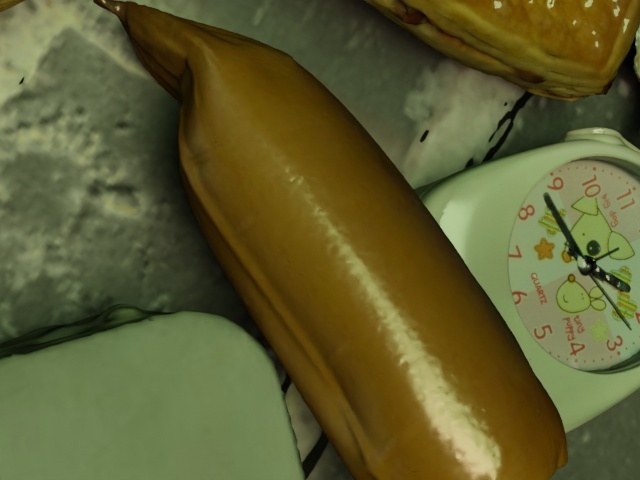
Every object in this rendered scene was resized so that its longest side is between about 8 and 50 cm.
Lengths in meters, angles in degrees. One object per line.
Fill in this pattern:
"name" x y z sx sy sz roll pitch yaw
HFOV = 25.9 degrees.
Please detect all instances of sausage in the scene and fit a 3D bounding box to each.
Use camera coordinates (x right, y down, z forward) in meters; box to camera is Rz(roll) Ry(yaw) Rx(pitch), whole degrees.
"sausage" 0.000 -0.001 0.681 0.112 0.112 0.328 -33 84 -19

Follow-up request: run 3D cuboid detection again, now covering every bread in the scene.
"bread" 0.086 -0.204 0.747 0.235 0.099 0.211 23 82 -24

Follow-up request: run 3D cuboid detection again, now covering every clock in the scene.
"clock" 0.144 0.015 0.776 0.191 0.062 0.152 -23 95 -21

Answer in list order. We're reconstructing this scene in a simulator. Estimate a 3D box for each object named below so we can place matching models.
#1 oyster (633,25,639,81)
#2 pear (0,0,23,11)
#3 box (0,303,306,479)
"oyster" 0.255 -0.115 0.829 0.165 0.053 0.108 -14 91 -19
"pear" -0.171 -0.176 0.607 0.178 0.178 0.178 1 88 -21
"box" -0.161 0.252 0.598 0.396 0.111 0.397 -15 92 -34
